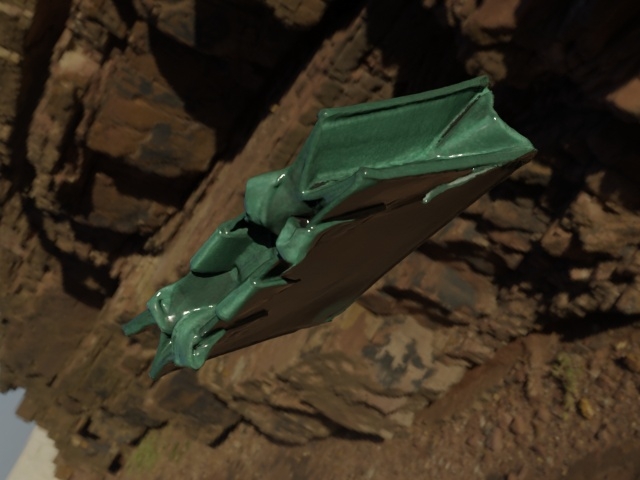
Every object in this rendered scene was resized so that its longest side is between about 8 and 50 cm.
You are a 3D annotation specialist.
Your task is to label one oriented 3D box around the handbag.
[{"bbox_3d":[0.001,0.000,0.656,0.239,0.089,0.326,-20,-15,-44],"label":"handbag"}]
